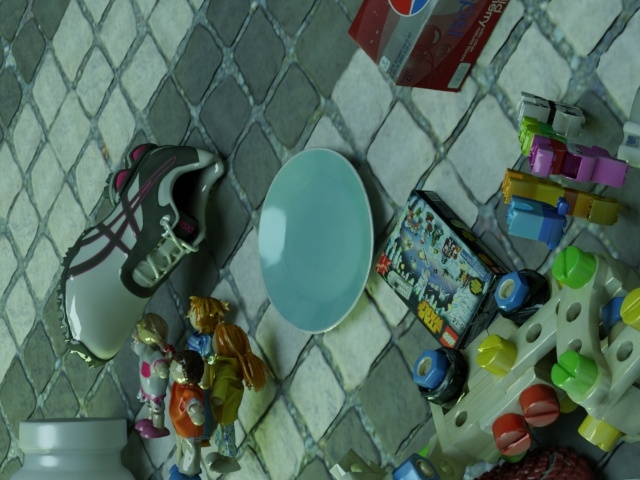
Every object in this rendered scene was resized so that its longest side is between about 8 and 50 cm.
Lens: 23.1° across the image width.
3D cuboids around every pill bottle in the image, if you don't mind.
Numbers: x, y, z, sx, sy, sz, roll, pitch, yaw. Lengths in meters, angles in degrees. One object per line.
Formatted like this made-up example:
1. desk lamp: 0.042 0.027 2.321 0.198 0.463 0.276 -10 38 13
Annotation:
1. pill bottle: -0.288 0.339 1.819 0.153 0.153 0.264 -4 84 52

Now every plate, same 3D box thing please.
1. plate: 0.000 0.000 1.577 0.188 0.024 0.188 -3 87 52

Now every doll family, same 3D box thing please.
1. doll family: -0.124 0.147 1.679 0.263 0.118 0.163 -151 62 -68

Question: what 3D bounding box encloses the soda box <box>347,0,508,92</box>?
1. soda box: 0.128 -0.264 1.381 0.092 0.083 0.263 53 127 38

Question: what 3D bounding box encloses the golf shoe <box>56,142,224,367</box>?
1. golf shoe: -0.197 0.008 1.704 0.120 0.105 0.272 -3 58 41

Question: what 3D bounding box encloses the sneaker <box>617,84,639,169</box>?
1. sneaker: 0.321 -0.098 1.108 0.281 0.105 0.115 9 95 52

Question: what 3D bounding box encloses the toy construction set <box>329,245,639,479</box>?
1. toy construction set: 0.159 0.131 1.217 0.328 0.151 0.215 -34 36 18

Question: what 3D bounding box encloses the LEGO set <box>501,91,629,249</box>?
1. LEGO set: 0.198 -0.047 1.234 0.227 0.093 0.087 -77 0 -73

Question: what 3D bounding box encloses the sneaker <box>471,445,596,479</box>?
1. sneaker: 0.152 0.247 1.338 0.225 0.088 0.092 -37 87 40

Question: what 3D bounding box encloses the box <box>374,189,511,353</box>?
1. box: 0.111 0.029 1.430 0.137 0.027 0.094 49 126 41

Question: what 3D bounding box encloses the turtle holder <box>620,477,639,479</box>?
1. turtle holder: 0.235 0.327 1.091 0.243 0.227 0.320 -15 77 50
